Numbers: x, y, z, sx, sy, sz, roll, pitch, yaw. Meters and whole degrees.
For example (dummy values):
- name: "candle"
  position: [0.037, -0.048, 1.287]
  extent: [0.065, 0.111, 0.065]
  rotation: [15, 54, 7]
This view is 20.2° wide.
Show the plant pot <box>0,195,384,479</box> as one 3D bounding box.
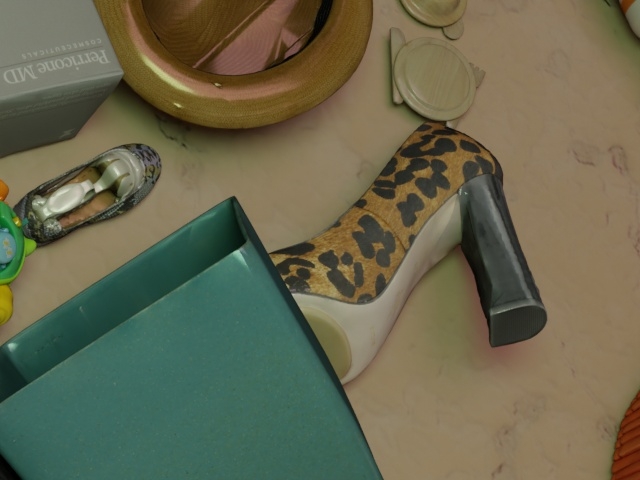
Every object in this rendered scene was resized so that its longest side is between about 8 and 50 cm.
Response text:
- name: "plant pot"
  position: [-0.050, 0.126, 0.989]
  extent: [0.165, 0.166, 0.234]
  rotation: [-33, 102, 1]

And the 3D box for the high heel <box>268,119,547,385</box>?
- name: "high heel"
  position: [0.000, 0.000, 1.153]
  extent: [0.261, 0.093, 0.186]
  rotation: [-5, 46, -11]

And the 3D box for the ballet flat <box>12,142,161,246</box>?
- name: "ballet flat"
  position: [-0.139, -0.031, 1.103]
  extent: [0.114, 0.041, 0.041]
  rotation: [-32, 85, -31]

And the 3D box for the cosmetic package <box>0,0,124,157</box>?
- name: "cosmetic package"
  position: [-0.228, -0.169, 1.081]
  extent: [0.127, 0.107, 0.238]
  rotation: [-20, 77, -33]

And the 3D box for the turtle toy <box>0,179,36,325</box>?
- name: "turtle toy"
  position: [-0.224, -0.006, 1.020]
  extent: [0.130, 0.066, 0.095]
  rotation: [6, 42, -23]

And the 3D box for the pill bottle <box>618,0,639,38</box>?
- name: "pill bottle"
  position: [0.266, -0.221, 1.317]
  extent: [0.121, 0.121, 0.216]
  rotation: [-14, 76, -29]

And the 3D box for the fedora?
- name: "fedora"
  position: [-0.062, -0.151, 1.162]
  extent: [0.194, 0.079, 0.194]
  rotation: [5, 73, -17]

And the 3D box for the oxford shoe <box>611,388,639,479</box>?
- name: "oxford shoe"
  position: [0.305, 0.099, 1.209]
  extent: [0.133, 0.130, 0.364]
  rotation: [38, 59, -14]

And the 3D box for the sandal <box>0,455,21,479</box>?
- name: "sandal"
  position: [-0.189, 0.170, 0.940]
  extent: [0.107, 0.167, 0.446]
  rotation: [-39, 90, -8]

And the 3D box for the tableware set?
- name: "tableware set"
  position: [0.042, -0.156, 1.248]
  extent: [0.168, 0.020, 0.141]
  rotation: [18, 63, -18]
